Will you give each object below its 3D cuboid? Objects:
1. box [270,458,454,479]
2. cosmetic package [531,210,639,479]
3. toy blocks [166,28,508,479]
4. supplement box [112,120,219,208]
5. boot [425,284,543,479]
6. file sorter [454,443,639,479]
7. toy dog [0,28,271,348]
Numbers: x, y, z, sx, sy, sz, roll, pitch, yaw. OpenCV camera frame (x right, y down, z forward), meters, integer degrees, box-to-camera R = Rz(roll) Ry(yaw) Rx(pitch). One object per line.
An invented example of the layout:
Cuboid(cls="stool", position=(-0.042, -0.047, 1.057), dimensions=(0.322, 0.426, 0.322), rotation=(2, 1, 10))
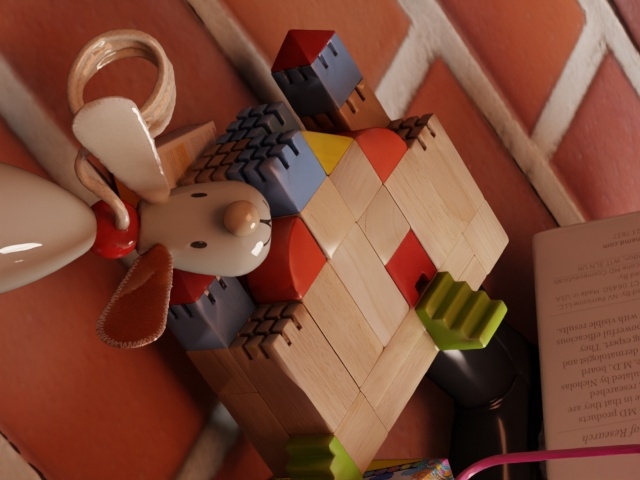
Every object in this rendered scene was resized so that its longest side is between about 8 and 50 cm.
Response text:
Cuboid(cls="box", position=(0.002, 0.364, 1.582), dimensions=(0.279, 0.177, 0.290), rotation=(-32, 108, -44))
Cuboid(cls="cosmetic package", position=(0.321, 0.221, 1.869), dimensions=(0.230, 0.161, 0.453), rotation=(40, 44, -55))
Cuboid(cls="toy blocks", position=(0.000, 0.000, 1.618), dimensions=(0.261, 0.191, 0.381), rotation=(56, 48, -26))
Cuboid(cls="supplement box", position=(-0.120, -0.052, 1.608), dimensions=(0.098, 0.036, 0.062), rotation=(-30, 108, -47))
Cuboid(cls="boot", position=(0.122, 0.146, 1.804), dimensions=(0.207, 0.094, 0.246), rotation=(46, 46, -38))
Cuboid(cls="file sorter", position=(0.209, 0.322, 1.537), dimensions=(0.182, 0.202, 0.290), rotation=(-45, 117, -45))
Cuboid(cls="toy dog", position=(-0.187, -0.020, 1.375), dimensions=(0.334, 0.161, 0.220), rotation=(-24, 92, -24))
